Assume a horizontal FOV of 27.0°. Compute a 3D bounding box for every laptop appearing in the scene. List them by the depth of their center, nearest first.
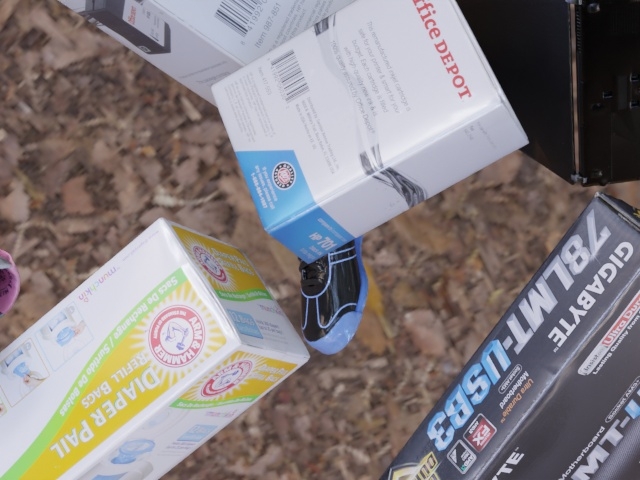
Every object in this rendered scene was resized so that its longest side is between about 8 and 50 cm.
[{"bbox_3d":[0.262,-0.178,1.227,0.234,0.264,0.136,76,9,-46],"label":"laptop"}]

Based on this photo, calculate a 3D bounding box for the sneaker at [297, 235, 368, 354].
[{"bbox_3d":[0.000,0.000,1.409,0.090,0.081,0.232,26,62,-40],"label":"sneaker"}]

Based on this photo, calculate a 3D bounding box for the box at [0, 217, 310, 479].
[{"bbox_3d":[-0.128,0.093,0.889,0.103,0.203,0.114,56,12,22],"label":"box"}]

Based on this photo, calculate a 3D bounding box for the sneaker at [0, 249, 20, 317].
[{"bbox_3d":[-0.270,0.012,0.925,0.131,0.112,0.319,3,35,-7],"label":"sneaker"}]

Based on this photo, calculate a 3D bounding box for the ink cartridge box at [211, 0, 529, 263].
[{"bbox_3d":[0.034,-0.092,0.974,0.082,0.191,0.139,43,22,-59],"label":"ink cartridge box"}]

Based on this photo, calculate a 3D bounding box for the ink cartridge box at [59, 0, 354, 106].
[{"bbox_3d":[-0.112,-0.275,1.130,0.307,0.129,0.223,33,71,-25],"label":"ink cartridge box"}]

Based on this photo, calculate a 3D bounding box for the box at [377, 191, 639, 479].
[{"bbox_3d":[0.207,0.124,1.003,0.293,0.295,0.073,17,22,-51],"label":"box"}]
